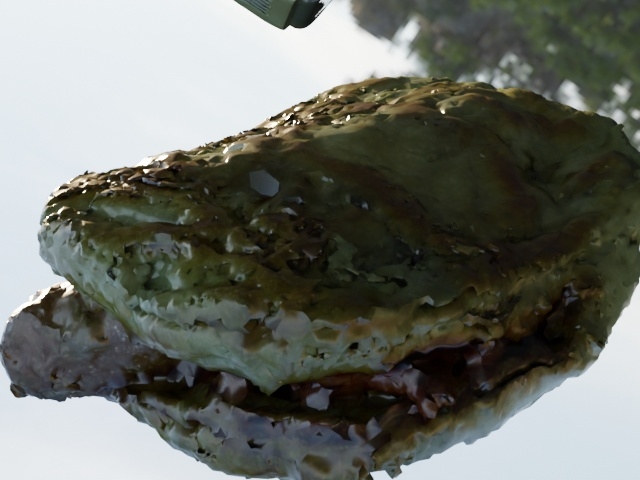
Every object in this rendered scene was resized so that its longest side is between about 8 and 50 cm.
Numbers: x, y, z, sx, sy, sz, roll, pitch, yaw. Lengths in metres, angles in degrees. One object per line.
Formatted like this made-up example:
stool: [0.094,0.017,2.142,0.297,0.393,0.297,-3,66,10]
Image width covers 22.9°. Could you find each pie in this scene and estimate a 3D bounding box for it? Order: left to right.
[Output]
pie: [0.024,-0.009,1.095,0.395,0.180,0.418,12,-145,38]

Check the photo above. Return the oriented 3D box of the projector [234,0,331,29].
projector: [-0.015,-0.269,0.875,0.193,0.269,0.088,34,167,-1]
